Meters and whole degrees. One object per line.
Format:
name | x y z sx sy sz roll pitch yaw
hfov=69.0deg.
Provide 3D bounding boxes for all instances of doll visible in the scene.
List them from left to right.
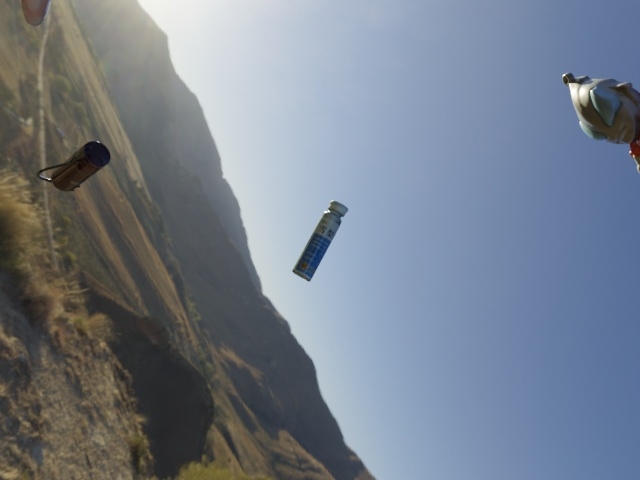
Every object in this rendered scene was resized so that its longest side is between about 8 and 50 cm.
doll | 0.218 -0.089 0.340 0.057 0.039 0.114 28 21 -52

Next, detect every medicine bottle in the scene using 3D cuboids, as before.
medicine bottle | 0.000 0.000 1.067 0.051 0.191 0.051 29 -9 5

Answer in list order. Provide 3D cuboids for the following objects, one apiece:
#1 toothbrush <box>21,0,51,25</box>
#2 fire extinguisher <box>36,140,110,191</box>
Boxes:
toothbrush | -0.181 -0.258 0.321 0.307 0.025 0.029 -31 -139 49
fire extinguisher | -0.412 -0.116 0.767 0.157 0.078 0.045 -18 -108 37
